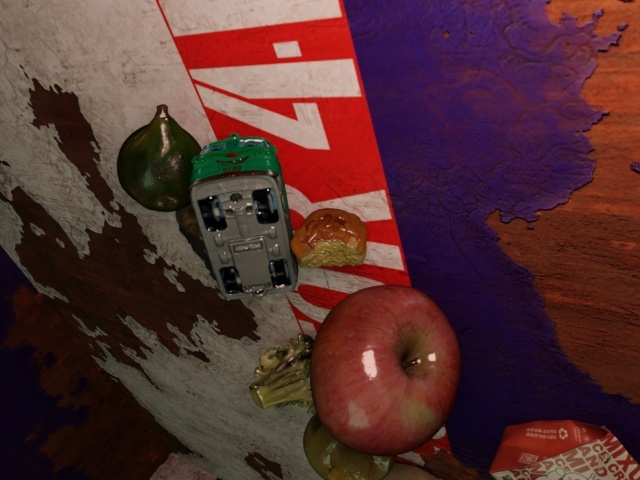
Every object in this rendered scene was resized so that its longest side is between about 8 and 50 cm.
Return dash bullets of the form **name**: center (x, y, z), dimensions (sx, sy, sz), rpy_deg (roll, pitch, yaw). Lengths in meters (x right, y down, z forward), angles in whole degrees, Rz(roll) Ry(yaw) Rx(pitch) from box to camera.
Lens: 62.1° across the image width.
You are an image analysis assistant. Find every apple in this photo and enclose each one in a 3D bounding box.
- **apple**: center (0.125, 0.269, 1.116), dimensions (0.345, 0.345, 0.269), rpy_deg (44, 147, -8)
- **apple**: center (0.085, 0.578, 1.550), dimensions (0.279, 0.279, 0.279), rpy_deg (23, 141, 20)

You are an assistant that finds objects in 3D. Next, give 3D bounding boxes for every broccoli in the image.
- **broccoli**: center (-0.091, 0.379, 1.494), dimensions (0.263, 0.243, 0.247), rpy_deg (40, 133, 32)

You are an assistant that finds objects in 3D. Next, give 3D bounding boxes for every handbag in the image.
- **handbag**: center (0.538, 0.492, 1.159), dimensions (0.171, 0.151, 0.298), rpy_deg (47, 140, -2)

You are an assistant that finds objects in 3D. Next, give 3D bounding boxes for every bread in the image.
- **bread**: center (0.018, -0.005, 1.091), dimensions (0.156, 0.125, 0.086), rpy_deg (-7, 140, 1)

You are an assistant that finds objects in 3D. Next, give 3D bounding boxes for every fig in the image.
- **fig**: center (-0.350, -0.181, 1.163), dimensions (0.195, 0.195, 0.245), rpy_deg (31, 146, 11)

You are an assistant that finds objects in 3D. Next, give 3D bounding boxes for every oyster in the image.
- **oyster**: center (-0.262, 0.016, 1.361), dimensions (0.341, 0.110, 0.166), rpy_deg (47, 139, 11)

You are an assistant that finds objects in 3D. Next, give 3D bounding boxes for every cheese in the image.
- **cheese**: center (0.335, 0.873, 1.765), dimensions (0.318, 0.115, 0.326), rpy_deg (46, 144, -9)

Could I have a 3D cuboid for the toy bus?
- **toy bus**: center (-0.153, -0.051, 1.116), dimensions (0.184, 0.199, 0.343), rpy_deg (-7, 134, -2)
